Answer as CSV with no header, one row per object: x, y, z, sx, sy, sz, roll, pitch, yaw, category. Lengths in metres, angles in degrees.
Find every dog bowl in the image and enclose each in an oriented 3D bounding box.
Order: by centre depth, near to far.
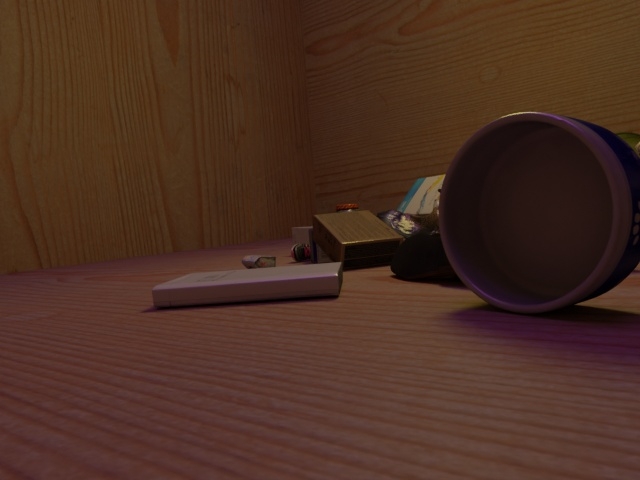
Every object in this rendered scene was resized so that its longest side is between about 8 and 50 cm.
0.297,-0.038,0.680,0.104,0.265,0.264,-4,2,-35,dog bowl

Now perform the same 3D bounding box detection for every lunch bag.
-0.187,0.069,1.478,0.071,0.053,0.083,1,-4,45,lunch bag

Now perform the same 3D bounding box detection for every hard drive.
-0.133,0.089,1.028,0.352,0.047,0.233,-5,2,5,hard drive

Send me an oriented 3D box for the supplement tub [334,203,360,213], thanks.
0.116,-0.052,2.021,0.116,0.191,0.117,-4,3,0,supplement tub

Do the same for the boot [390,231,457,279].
0.260,0.048,1.046,0.115,0.113,0.305,27,-14,-21,boot

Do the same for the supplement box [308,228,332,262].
0.077,0.009,1.646,0.219,0.111,0.114,-4,2,-7,supplement box

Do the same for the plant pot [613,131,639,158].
1.070,-0.161,1.623,0.366,0.367,0.353,-4,15,3,plant pot

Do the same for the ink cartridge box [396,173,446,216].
0.456,-0.109,1.824,0.198,0.197,0.270,41,-16,-20,ink cartridge box

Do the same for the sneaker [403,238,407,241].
0.477,-0.047,2.177,0.295,0.105,0.146,-1,-5,-45,sneaker

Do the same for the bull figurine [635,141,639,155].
0.954,-0.130,1.337,0.101,0.311,0.188,-23,12,31,bull figurine

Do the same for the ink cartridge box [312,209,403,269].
0.103,-0.007,1.457,0.193,0.088,0.235,-5,24,-20,ink cartridge box

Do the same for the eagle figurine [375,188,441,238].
0.351,-0.049,1.575,0.298,0.226,0.225,-26,10,47,eagle figurine

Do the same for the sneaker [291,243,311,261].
-0.031,0.038,1.722,0.074,0.063,0.170,-10,-6,38,sneaker

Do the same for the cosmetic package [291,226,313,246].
0.000,0.000,1.919,0.230,0.118,0.085,-4,2,36,cosmetic package
